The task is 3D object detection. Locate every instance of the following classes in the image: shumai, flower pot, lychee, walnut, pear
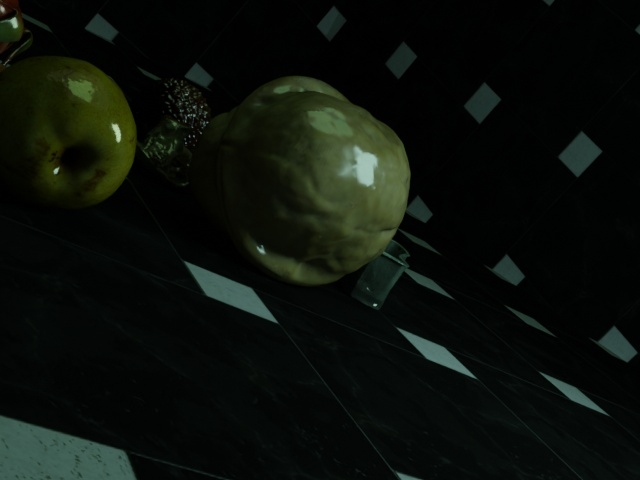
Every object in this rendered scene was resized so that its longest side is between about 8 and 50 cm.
[{"bbox_3d":[-0.285,-0.176,1.896,0.145,0.116,0.145,39,5,-4],"label":"shumai"},{"bbox_3d":[0.103,0.052,1.918,0.103,0.108,0.229,30,10,0],"label":"flower pot"},{"bbox_3d":[-0.301,-0.239,2.034,0.188,0.188,0.188,29,9,-5],"label":"lychee"},{"bbox_3d":[-0.028,-0.100,1.680,0.381,0.381,0.381,29,9,-5],"label":"walnut"},{"bbox_3d":[-0.345,-0.141,1.300,0.209,0.208,0.209,29,9,-5],"label":"pear"}]

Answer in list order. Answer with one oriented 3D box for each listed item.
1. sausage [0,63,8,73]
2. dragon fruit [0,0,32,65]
[{"bbox_3d":[-0.482,-0.211,1.557,0.274,0.105,0.105,31,9,8],"label":"sausage"},{"bbox_3d":[-0.618,-0.374,1.677,0.224,0.227,0.224,30,-28,18],"label":"dragon fruit"}]
